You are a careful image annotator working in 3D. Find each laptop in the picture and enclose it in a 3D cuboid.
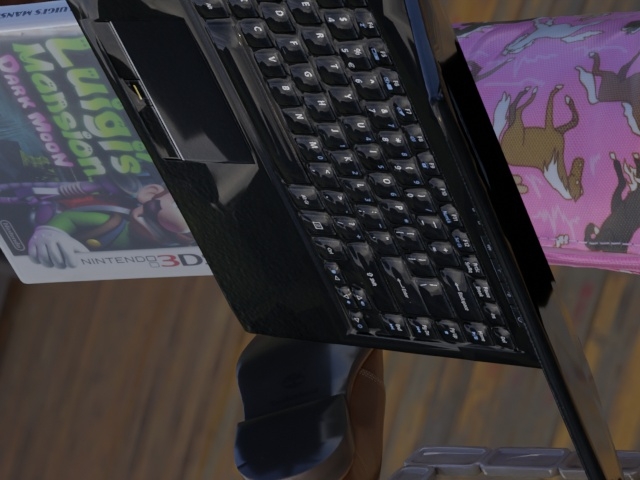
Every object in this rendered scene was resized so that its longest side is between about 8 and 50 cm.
[{"bbox_3d":[0.000,0.000,0.625,0.264,0.234,0.136,5,44,37],"label":"laptop"}]

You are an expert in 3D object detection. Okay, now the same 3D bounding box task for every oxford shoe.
[{"bbox_3d":[0.000,0.091,0.922,0.076,0.076,0.212,-15,24,15],"label":"oxford shoe"}]

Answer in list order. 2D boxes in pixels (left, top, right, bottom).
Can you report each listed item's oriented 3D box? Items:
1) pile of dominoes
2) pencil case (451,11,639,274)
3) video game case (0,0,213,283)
[{"bbox_3d":[0.125,0.188,1.096,0.251,0.196,0.040,-3,111,36],"label":"pile of dominoes"},{"bbox_3d":[0.166,-0.056,1.113,0.386,0.167,0.160,7,117,52],"label":"pencil case"},{"bbox_3d":[-0.113,-0.047,0.938,0.190,0.173,0.022,67,-153,-44],"label":"video game case"}]
